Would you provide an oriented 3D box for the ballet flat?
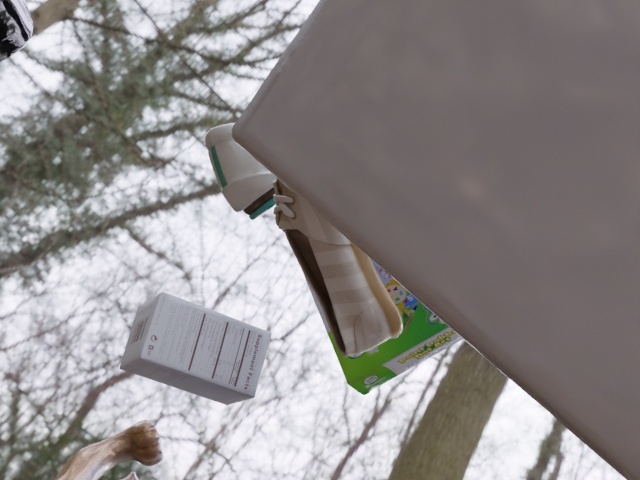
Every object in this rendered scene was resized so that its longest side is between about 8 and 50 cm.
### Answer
[{"bbox_3d":[0.020,-0.169,1.201,0.139,0.400,0.139,30,-42,31],"label":"ballet flat"}]

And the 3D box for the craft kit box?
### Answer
[{"bbox_3d":[0.107,0.038,1.305,0.247,0.249,0.061,-33,-36,14],"label":"craft kit box"}]

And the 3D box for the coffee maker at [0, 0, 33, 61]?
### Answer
[{"bbox_3d":[-0.250,-0.184,0.665,0.171,0.178,0.120,-8,-95,-9],"label":"coffee maker"}]

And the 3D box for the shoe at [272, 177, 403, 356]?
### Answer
[{"bbox_3d":[0.000,0.000,0.852,0.219,0.058,0.076,63,-12,-8],"label":"shoe"}]

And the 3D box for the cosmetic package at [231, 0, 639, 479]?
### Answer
[{"bbox_3d":[0.206,0.040,0.405,0.453,0.230,0.161,42,-77,25],"label":"cosmetic package"}]

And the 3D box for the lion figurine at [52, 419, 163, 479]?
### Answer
[{"bbox_3d":[-0.145,0.233,0.527,0.392,0.240,0.142,9,-63,64],"label":"lion figurine"}]

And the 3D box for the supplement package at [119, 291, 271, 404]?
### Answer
[{"bbox_3d":[-0.180,0.160,1.428,0.179,0.105,0.105,23,-25,-22],"label":"supplement package"}]
